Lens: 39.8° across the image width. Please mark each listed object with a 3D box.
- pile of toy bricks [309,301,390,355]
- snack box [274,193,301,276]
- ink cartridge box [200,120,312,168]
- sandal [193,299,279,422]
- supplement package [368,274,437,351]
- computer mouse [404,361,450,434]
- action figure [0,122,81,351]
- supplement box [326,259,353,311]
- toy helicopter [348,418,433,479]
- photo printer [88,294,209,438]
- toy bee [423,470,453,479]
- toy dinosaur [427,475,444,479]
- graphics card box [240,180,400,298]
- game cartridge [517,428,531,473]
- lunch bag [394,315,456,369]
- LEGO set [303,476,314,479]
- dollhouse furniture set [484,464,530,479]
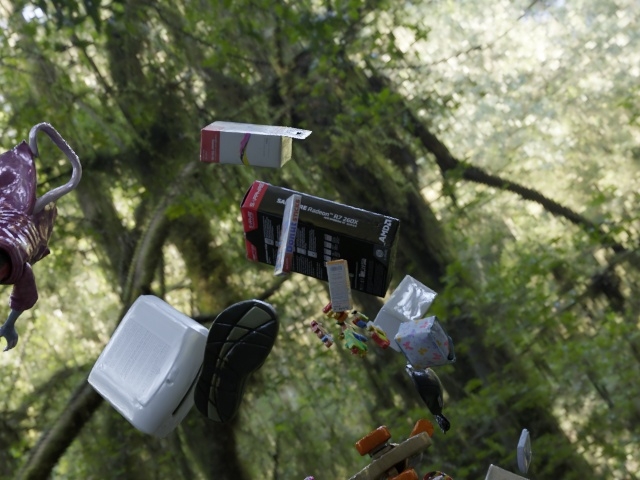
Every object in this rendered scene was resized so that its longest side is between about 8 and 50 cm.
[{"bbox_3d":[0.078,0.245,2.210,0.212,0.105,0.118,32,-71,-37],"label":"pile of toy bricks"},{"bbox_3d":[-0.073,-0.010,1.967,0.022,0.178,0.064,12,-12,-17],"label":"snack box"},{"bbox_3d":[-0.123,-0.185,1.718,0.198,0.067,0.115,6,16,8],"label":"ink cartridge box"},{"bbox_3d":[-0.160,0.221,1.682,0.086,0.120,0.303,-38,-19,-53],"label":"sandal"},{"bbox_3d":[0.228,0.199,2.430,0.179,0.105,0.105,-46,-14,-48],"label":"supplement package"},{"bbox_3d":[0.257,0.342,2.160,0.060,0.184,0.262,-30,-44,2],"label":"computer mouse"},{"bbox_3d":[-0.528,0.004,1.542,0.275,0.248,0.370,-37,25,10],"label":"action figure"},{"bbox_3d":[0.038,0.088,1.710,0.036,0.099,0.062,-8,-3,7],"label":"supplement box"},{"bbox_3d":[0.139,0.539,2.079,0.235,0.140,0.355,-18,-24,-44],"label":"toy helicopter"},{"bbox_3d":[-0.357,0.274,1.929,0.107,0.307,0.256,37,-100,-38],"label":"photo printer"},{"bbox_3d":[0.282,0.656,1.954,0.162,0.298,0.195,-11,-29,34],"label":"toy bee"},{"bbox_3d":[0.183,0.454,1.435,0.211,0.112,0.064,-25,-54,-70],"label":"toy dinosaur"},{"bbox_3d":[0.000,0.000,2.134,0.233,0.370,0.094,89,-159,-55],"label":"graphics card box"},{"bbox_3d":[0.416,0.433,1.807,0.056,0.017,0.083,-61,-35,-47],"label":"game cartridge"},{"bbox_3d":[0.170,0.168,1.420,0.071,0.083,0.053,-18,25,35],"label":"lunch bag"},{"bbox_3d":[-0.032,0.735,2.435,0.107,0.132,0.287,-26,-16,-30],"label":"LEGO set"},{"bbox_3d":[0.304,0.624,1.555,0.394,0.362,0.256,-66,-19,-16],"label":"dollhouse furniture set"}]
